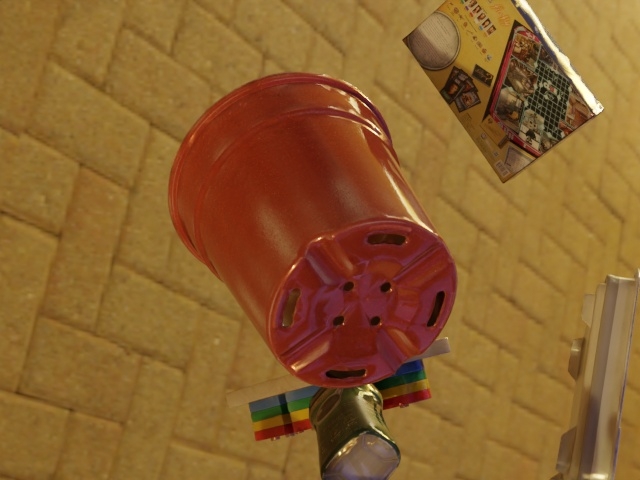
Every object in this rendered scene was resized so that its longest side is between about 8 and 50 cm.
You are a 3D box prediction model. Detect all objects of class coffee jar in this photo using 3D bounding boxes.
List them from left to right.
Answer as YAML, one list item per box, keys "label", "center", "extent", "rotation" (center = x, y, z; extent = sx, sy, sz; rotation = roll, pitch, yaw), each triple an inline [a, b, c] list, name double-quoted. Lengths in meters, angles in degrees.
- label: "coffee jar"
  center: [0.039, 0.235, 1.453]
  extent: [0.079, 0.184, 0.096]
  rotation: [38, 102, -18]

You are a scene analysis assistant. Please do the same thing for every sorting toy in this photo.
- label: "sorting toy"
  center: [0.033, 0.232, 1.780]
  extent: [0.257, 0.255, 0.089]
  rotation: [-8, 80, -37]

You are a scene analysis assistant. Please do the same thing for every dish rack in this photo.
- label: "dish rack"
  center: [0.365, 0.224, 1.586]
  extent: [0.285, 0.072, 0.333]
  rotation: [77, 25, -61]

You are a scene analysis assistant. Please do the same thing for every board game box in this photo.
- label: "board game box"
  center: [0.241, -0.222, 1.563]
  extent: [0.243, 0.165, 0.042]
  rotation: [56, 36, 6]

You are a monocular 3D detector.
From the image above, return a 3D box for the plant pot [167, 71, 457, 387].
- label: "plant pot"
  center: [0.000, 0.000, 1.239]
  extent: [0.272, 0.265, 0.272]
  rotation: [-11, 125, -16]
